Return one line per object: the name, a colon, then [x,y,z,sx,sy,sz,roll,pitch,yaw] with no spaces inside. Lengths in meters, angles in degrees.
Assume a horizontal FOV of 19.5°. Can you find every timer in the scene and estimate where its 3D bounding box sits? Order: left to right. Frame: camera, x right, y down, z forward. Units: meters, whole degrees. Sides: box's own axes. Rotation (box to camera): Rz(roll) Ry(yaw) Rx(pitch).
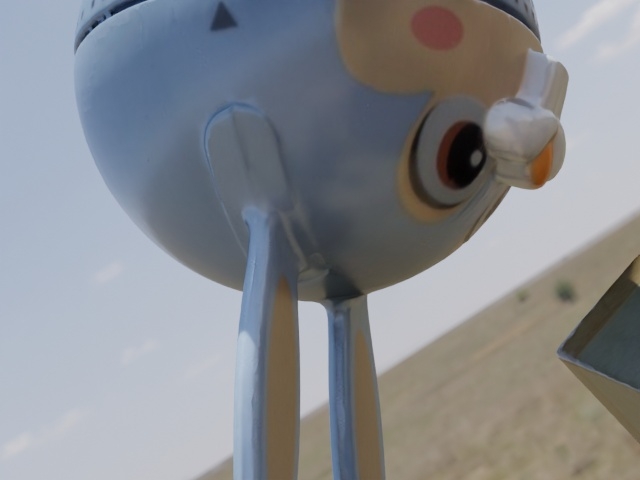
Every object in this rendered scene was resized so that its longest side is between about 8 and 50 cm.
timer: [0.015,-0.016,0.612,0.175,0.255,0.175,-20,-23,-9]

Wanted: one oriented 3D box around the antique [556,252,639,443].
antique: [0.188,0.038,0.608,0.152,0.147,0.148,-47,20,-9]
